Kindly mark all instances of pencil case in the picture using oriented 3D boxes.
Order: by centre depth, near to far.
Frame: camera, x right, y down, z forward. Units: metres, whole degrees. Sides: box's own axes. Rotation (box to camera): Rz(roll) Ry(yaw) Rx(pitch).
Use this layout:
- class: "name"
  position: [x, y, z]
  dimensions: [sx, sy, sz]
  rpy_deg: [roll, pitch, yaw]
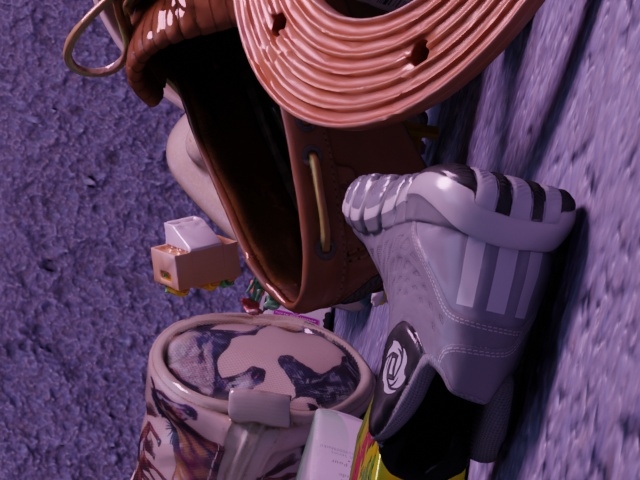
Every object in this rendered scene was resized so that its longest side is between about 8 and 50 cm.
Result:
- class: "pencil case"
  position: [-0.083, 0.241, 1.448]
  dimensions: [0.183, 0.159, 0.410]
  rpy_deg: [-98, 21, -61]

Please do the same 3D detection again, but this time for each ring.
- class: "ring"
  position: [0.057, -0.216, 1.022]
  dimensions: [0.336, 0.032, 0.337]
  rpy_deg: [-29, 53, 48]

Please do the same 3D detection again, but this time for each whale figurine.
- class: "whale figurine"
  position: [-0.019, -0.045, 1.668]
  dimensions: [0.141, 0.216, 0.272]
  rpy_deg: [-45, 30, 2]

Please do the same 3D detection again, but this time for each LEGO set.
- class: "LEGO set"
  position: [0.000, 0.000, 1.367]
  dimensions: [0.287, 0.132, 0.107]
  rpy_deg: [-46, -26, -48]

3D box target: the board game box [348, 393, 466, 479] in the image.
- class: "board game box"
  position: [0.035, 0.143, 0.931]
  dimensions: [0.092, 0.043, 0.181]
  rpy_deg: [108, 175, -48]

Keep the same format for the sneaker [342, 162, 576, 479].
- class: "sneaker"
  position: [0.045, 0.040, 0.885]
  dimensions: [0.228, 0.086, 0.132]
  rpy_deg: [150, 132, -84]

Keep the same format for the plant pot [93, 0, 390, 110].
- class: "plant pot"
  position: [0.009, -0.243, 1.425]
  dimensions: [0.274, 0.256, 0.256]
  rpy_deg: [-38, -28, -50]

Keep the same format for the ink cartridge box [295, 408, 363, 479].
- class: "ink cartridge box"
  position: [-0.008, 0.236, 1.173]
  dimensions: [0.225, 0.056, 0.181]
  rpy_deg: [-78, 4, -61]

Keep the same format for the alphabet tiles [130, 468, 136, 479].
- class: "alphabet tiles"
  position: [-0.142, 0.258, 1.672]
  dimensions: [0.284, 0.021, 0.278]
  rpy_deg: [75, -142, -71]

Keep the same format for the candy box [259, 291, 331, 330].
- class: "candy box"
  position: [-0.043, 0.155, 1.888]
  dimensions: [0.233, 0.071, 0.159]
  rpy_deg: [-85, 10, -65]

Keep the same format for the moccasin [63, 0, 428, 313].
- class: "moccasin"
  position: [-0.067, -0.129, 1.235]
  dimensions: [0.139, 0.147, 0.380]
  rpy_deg: [-32, 80, 51]

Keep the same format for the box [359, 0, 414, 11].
- class: "box"
  position: [0.095, -0.263, 1.135]
  dimensions: [0.094, 0.113, 0.275]
  rpy_deg: [178, 105, -86]
